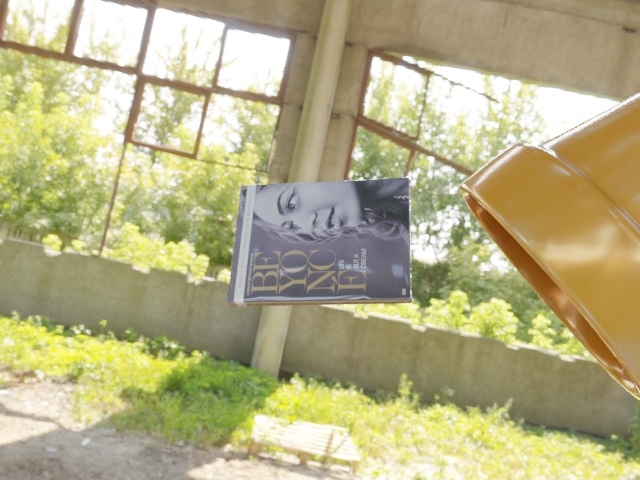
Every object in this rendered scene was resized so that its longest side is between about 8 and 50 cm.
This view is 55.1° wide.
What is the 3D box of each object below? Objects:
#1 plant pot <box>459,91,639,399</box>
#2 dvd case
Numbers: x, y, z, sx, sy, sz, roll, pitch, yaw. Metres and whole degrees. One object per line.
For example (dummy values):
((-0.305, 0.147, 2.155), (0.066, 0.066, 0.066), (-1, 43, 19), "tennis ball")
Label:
((0.241, -0.022, 0.453), (0.205, 0.188, 0.205), (49, 9, -10), "plant pot")
((0.000, 0.000, 0.754), (0.221, 0.165, 0.018), (-2, -26, 11), "dvd case")
